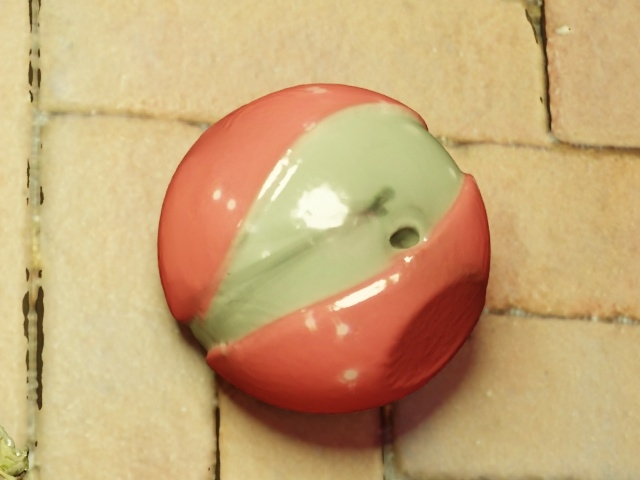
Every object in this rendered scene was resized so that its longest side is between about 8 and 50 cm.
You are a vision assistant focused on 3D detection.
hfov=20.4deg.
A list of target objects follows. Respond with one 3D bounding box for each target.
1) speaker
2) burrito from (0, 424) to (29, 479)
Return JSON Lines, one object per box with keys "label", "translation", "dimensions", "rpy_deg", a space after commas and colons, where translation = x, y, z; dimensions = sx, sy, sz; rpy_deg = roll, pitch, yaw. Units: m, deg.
{"label": "speaker", "translation": [0.000, 0.000, 1.556], "dimensions": [0.294, 0.294, 0.294], "rpy_deg": [5, 73, -18]}
{"label": "burrito", "translation": [-0.335, 0.128, 1.469], "dimensions": [0.229, 0.058, 0.063], "rpy_deg": [39, 71, -2]}
